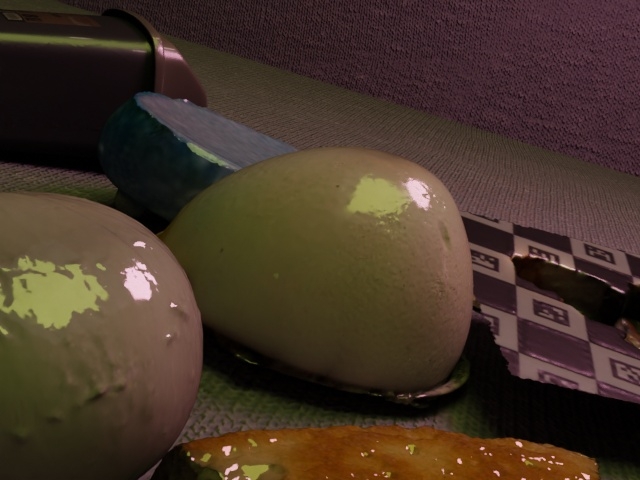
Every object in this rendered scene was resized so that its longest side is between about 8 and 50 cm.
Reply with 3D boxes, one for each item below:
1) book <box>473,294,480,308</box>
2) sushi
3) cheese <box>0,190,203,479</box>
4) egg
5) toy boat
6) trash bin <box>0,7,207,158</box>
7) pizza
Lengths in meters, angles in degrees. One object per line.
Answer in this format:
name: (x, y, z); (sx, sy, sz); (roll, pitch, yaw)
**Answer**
book: (0.177, 0.046, 1.121); (0.192, 0.013, 0.168); (25, 18, 31)
sushi: (0.273, 0.097, 0.890); (0.339, 0.068, 0.320); (13, 24, -13)
cheese: (-0.152, 0.053, 0.489); (0.189, 0.154, 0.198); (22, 21, 29)
egg: (0.004, 0.001, 0.809); (0.264, 0.174, 0.286); (6, 15, -45)
toy boat: (-0.084, -0.041, 1.040); (0.330, 0.123, 0.215); (20, 20, -31)
trash bin: (-0.300, -0.187, 1.162); (0.290, 0.182, 0.209); (-1, 23, -32)
pizza: (0.051, 0.170, 0.450); (0.280, 0.075, 0.287); (7, 15, -13)
